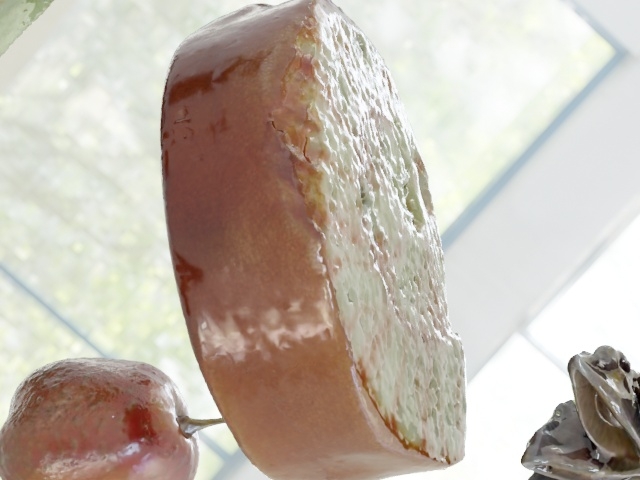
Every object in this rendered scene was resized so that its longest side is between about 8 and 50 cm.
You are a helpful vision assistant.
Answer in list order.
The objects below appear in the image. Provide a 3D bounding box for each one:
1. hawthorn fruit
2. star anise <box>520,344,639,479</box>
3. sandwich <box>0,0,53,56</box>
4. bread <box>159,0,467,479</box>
[{"bbox_3d":[-0.156,0.160,1.539,0.203,0.162,0.162,-20,-161,25],"label":"hawthorn fruit"},{"bbox_3d":[0.237,0.135,1.285,0.209,0.231,0.089,-45,-136,42],"label":"star anise"},{"bbox_3d":[-0.335,-0.182,1.462,0.212,0.063,0.245,-47,-132,6],"label":"sandwich"},{"bbox_3d":[-0.002,-0.004,1.274,0.114,0.327,0.295,-14,156,19],"label":"bread"}]
